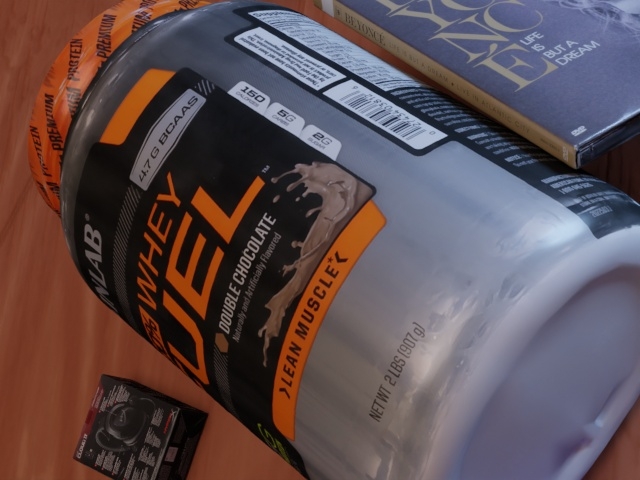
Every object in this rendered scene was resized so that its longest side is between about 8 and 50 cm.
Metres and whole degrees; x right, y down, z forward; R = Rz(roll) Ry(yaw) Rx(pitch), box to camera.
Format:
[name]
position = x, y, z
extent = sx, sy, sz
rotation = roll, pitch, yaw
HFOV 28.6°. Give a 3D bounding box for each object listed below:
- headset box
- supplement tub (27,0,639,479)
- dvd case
[headset box]
position = -0.124, 0.129, 0.837
extent = 0.083, 0.032, 0.062
rotation = 16, 86, 36
[supplement tub]
position = 0.000, 0.000, 0.683
extent = 0.338, 0.207, 0.207
rotation = 34, 97, 35
[dvd case]
position = 0.122, -0.126, 0.671
extent = 0.164, 0.018, 0.221
rotation = -29, 42, -20
